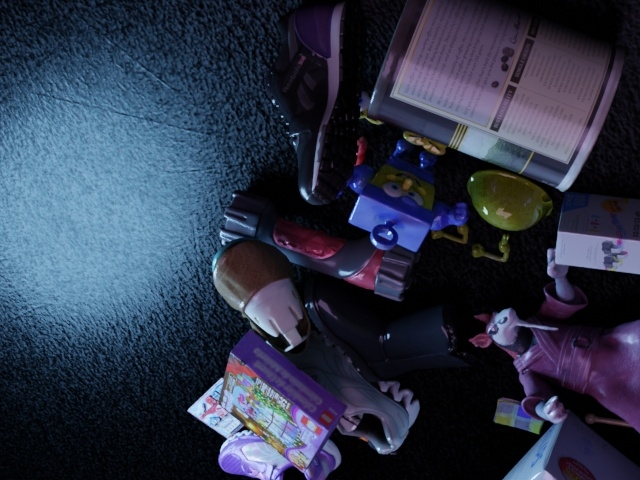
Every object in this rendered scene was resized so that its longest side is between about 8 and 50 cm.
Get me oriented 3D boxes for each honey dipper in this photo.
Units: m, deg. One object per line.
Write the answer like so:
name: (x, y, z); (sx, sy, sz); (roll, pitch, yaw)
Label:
honey dipper: (0.512, 0.301, 1.892); (0.161, 0.030, 0.030); (4, 127, 19)

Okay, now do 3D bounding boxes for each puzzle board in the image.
puzzle board: (-0.176, 0.312, 2.149); (0.096, 0.011, 0.128); (37, 129, -10)

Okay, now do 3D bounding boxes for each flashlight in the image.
flashlight: (0.000, 0.000, 1.800); (0.304, 0.103, 0.103); (20, 160, 9)

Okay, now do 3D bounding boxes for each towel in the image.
towel: (0.335, 0.296, 1.960); (0.083, 0.009, 0.060); (15, 128, 8)

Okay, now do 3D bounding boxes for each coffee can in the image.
coffee can: (0.222, -0.204, 1.495); (0.275, 0.201, 0.201); (21, 130, 3)

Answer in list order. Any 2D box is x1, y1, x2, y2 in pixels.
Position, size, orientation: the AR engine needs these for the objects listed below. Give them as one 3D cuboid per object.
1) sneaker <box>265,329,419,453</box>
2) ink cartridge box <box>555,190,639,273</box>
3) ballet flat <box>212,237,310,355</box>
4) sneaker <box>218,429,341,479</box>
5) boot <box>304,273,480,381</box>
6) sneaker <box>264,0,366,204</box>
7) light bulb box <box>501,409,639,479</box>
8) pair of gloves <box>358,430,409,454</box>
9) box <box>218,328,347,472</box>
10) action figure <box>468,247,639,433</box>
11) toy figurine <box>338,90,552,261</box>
sneaker: (0.030, 0.252, 1.966); (0.292, 0.118, 0.110); (31, 131, -4)
ink cartridge box: (0.427, -0.009, 1.635); (0.181, 0.104, 0.061); (7, 128, 13)
ballet flat: (-0.073, 0.104, 1.790); (0.124, 0.116, 0.342); (55, 173, 22)
sneaker: (-0.085, 0.415, 2.136); (0.236, 0.104, 0.095); (-2, 127, 21)
boot: (0.118, 0.124, 1.847); (0.207, 0.094, 0.246); (-17, 125, 33)
sneaker: (-0.017, -0.184, 1.584); (0.124, 0.283, 0.107); (1, 166, 24)
light bulb box: (0.414, 0.541, 1.897); (0.358, 0.225, 0.361); (39, 118, 6)
pair of gloves: (0.113, 0.349, 2.077); (0.074, 0.010, 0.083); (25, 131, -1)
box: (-0.071, 0.276, 1.951); (0.201, 0.057, 0.293); (37, 156, 8)
action figure: (0.412, 0.170, 1.771); (0.370, 0.248, 0.276); (17, 173, 22)
toy figurine: (0.128, -0.031, 1.649); (0.362, 0.217, 0.191); (26, 130, -1)
